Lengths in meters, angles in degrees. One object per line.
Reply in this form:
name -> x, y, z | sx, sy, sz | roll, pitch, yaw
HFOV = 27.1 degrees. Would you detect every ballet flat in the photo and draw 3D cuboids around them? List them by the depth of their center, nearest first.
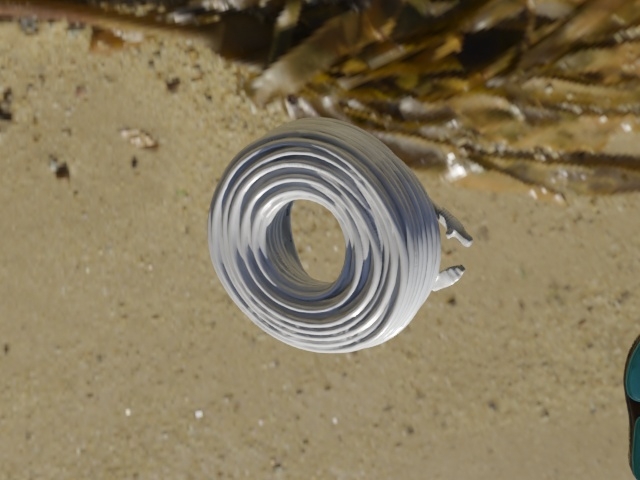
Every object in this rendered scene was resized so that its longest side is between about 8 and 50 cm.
ballet flat -> 0.375, 0.175, 1.479 | 0.073, 0.067, 0.206 | 12, 118, 24

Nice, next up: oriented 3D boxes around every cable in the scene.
cable -> 0.000, 0.000, 1.415 | 0.257, 0.089, 0.257 | 50, 123, 6
